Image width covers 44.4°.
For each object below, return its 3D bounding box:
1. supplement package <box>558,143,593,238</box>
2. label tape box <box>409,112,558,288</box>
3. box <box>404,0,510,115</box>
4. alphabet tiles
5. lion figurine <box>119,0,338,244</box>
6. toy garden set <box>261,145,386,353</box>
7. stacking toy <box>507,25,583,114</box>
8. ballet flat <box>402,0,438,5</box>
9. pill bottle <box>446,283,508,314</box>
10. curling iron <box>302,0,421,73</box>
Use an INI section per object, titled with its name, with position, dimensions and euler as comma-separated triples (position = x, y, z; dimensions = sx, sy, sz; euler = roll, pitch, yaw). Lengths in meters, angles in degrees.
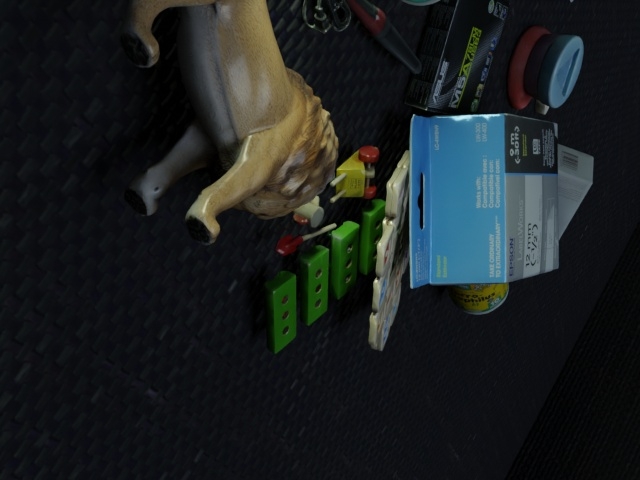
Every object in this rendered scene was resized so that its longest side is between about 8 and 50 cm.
[supplement package]
position = 0.466, -0.092, 1.595
dimensions = 0.105, 0.105, 0.179
euler = -65, 174, -50
[label tape box]
position = 0.260, -0.063, 1.202
dimensions = 0.347, 0.115, 0.249
euler = -7, 97, -57
[box]
position = 0.207, -0.283, 1.168
dimensions = 0.184, 0.045, 0.191
euler = -7, 116, -59
[alphabet tiles]
position = 0.108, 0.016, 1.164
dimensions = 0.278, 0.021, 0.284
euler = -59, 157, -58
[lion figurine]
position = -0.086, -0.159, 0.690
dimensions = 0.240, 0.142, 0.392
euler = -46, 143, -36
[toy garden set]
position = 0.000, 0.000, 1.037
dimensions = 0.244, 0.049, 0.204
euler = -37, 141, -39
[stacking toy]
position = 0.421, -0.223, 1.470
dimensions = 0.279, 0.130, 0.309
euler = 16, 98, -60
[ballet flat]
position = 0.155, -0.459, 0.854
dimensions = 0.139, 0.139, 0.400
euler = -35, 152, -42
[pill bottle]
position = 0.279, 0.044, 1.443
dimensions = 0.118, 0.117, 0.208
euler = -56, 150, -17
[curling iron]
position = 0.059, -0.255, 0.958
dimensions = 0.274, 0.035, 0.068
euler = 11, 105, -59
